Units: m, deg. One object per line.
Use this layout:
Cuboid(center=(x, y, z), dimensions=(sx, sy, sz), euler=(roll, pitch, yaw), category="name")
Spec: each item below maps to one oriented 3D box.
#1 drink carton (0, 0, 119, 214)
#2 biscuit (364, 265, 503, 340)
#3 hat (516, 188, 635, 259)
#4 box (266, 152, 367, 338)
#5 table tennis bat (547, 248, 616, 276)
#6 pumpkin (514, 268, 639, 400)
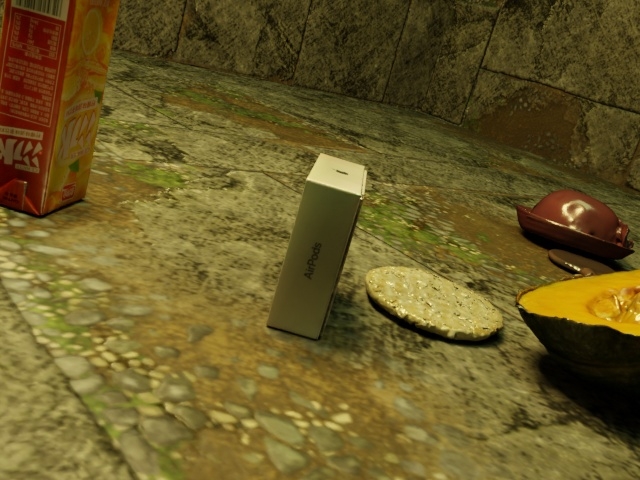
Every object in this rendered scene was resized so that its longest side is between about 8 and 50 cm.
Cuboid(center=(-0.263, -0.145, 0.681), dimensions=(0.071, 0.222, 0.096), euler=(16, 15, 3), category="drink carton")
Cuboid(center=(0.115, 0.063, 0.714), dimensions=(0.152, 0.020, 0.152), euler=(15, 18, -5), category="biscuit")
Cuboid(center=(0.434, -0.035, 1.176), dimensions=(0.206, 0.089, 0.205), euler=(18, 9, -3), category="hat")
Cuboid(center=(0.000, 0.000, 0.617), dimensions=(0.051, 0.130, 0.129), euler=(16, 17, 1), category="box")
Cuboid(center=(0.412, -0.003, 1.031), dimensions=(0.108, 0.119, 0.170), euler=(18, 15, 6), category="table tennis bat")
Cuboid(center=(0.276, 0.089, 0.676), dimensions=(0.163, 0.111, 0.278), euler=(5, 14, 21), category="pumpkin")
